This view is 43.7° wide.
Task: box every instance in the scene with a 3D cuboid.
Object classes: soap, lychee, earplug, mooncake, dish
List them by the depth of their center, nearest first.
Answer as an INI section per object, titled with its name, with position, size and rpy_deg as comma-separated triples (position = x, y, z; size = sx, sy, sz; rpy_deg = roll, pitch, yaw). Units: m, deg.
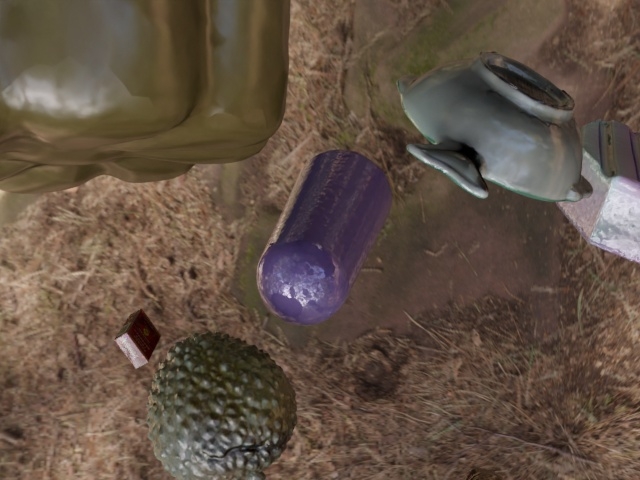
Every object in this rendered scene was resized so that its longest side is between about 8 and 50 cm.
[mooncake]
position = -0.204, -0.143, 0.625
size = 0.378, 0.378, 0.201
rpy_deg = -5, 85, 16
[dish]
position = 0.175, -0.121, 0.765
size = 0.224, 0.246, 0.078
rpy_deg = 35, 121, 12
[soap]
position = 0.453, -0.085, 1.194
size = 0.193, 0.324, 0.109
rpy_deg = 23, 118, 8
[lychee]
position = -0.167, 0.286, 1.339
size = 0.255, 0.255, 0.274
rpy_deg = -25, 87, 10
[earplug]
position = 0.000, 0.000, 1.554
size = 0.215, 0.456, 0.215
rpy_deg = 6, 119, 12

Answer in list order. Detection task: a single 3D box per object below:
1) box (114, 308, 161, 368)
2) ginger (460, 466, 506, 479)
[box]
position = -0.250, 0.134, 1.098
size = 0.023, 0.082, 0.051
rpy_deg = -28, 106, 11
[ginger]
position = 0.271, 0.521, 1.450
size = 0.172, 0.321, 0.165
rpy_deg = 48, 114, 24
